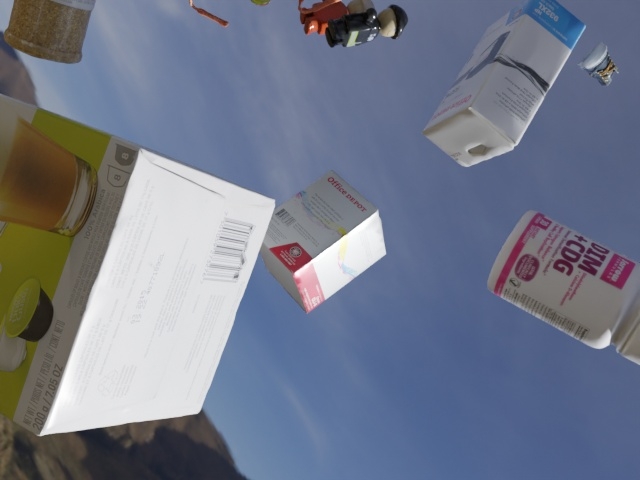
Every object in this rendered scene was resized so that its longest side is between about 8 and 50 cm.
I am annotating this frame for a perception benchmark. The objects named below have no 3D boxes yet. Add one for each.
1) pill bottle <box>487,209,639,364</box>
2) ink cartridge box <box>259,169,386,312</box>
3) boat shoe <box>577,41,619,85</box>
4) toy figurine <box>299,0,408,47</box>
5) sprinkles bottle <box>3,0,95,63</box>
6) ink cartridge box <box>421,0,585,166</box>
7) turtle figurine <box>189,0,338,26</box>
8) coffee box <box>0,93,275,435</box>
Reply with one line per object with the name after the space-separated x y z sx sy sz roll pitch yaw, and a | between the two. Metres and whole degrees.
0.440 0.080 1.315 0.283 0.160 0.160 30 -31 19 | pill bottle
0.000 0.000 1.291 0.128 0.176 0.127 45 -16 35 | ink cartridge box
0.644 -0.399 1.785 0.083 0.065 0.183 40 15 2 | boat shoe
0.053 -0.455 1.385 0.213 0.148 0.210 -132 -148 -60 | toy figurine
-0.373 -0.450 1.169 0.121 0.121 0.356 41 -63 46 | sprinkles bottle
0.371 -0.326 1.613 0.129 0.307 0.223 36 -15 -11 | ink cartridge box
-0.101 -0.450 1.246 0.217 0.269 0.087 71 26 -57 | turtle figurine
-0.320 0.022 1.045 0.334 0.338 0.338 21 2 23 | coffee box
